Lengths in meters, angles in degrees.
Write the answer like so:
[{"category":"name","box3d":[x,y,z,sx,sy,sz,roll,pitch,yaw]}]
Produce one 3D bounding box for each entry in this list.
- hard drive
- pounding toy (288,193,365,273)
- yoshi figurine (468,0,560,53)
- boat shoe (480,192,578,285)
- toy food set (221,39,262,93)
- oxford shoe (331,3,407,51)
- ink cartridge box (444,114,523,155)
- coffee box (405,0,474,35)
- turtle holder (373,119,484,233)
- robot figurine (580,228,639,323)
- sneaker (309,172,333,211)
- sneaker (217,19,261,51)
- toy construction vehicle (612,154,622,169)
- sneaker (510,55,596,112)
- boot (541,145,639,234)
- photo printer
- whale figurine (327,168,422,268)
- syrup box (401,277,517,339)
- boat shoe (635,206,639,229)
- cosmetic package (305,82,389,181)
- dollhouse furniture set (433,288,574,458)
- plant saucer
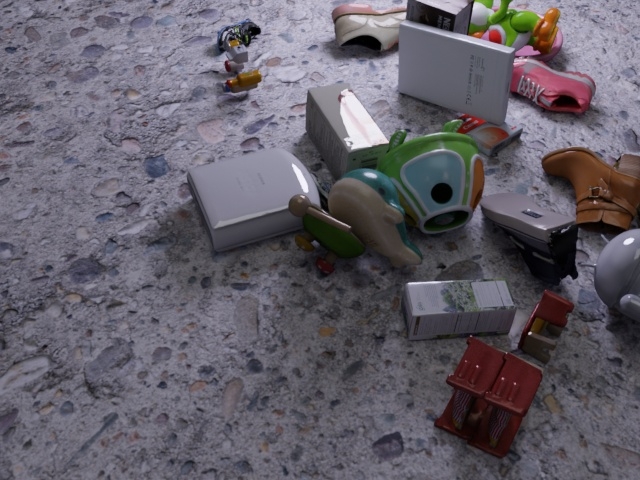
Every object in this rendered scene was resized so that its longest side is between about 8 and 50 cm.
[{"category":"hard drive","box3d":[0.389,-0.495,2.032,0.353,0.233,0.047,25,50,29]},{"category":"pounding toy","box3d":[0.000,0.000,1.636,0.183,0.237,0.110,36,85,21]},{"category":"yoshi figurine","box3d":[0.579,-0.726,2.206,0.362,0.203,0.203,19,34,18]},{"category":"boat shoe","box3d":[0.506,-0.006,1.704,0.127,0.158,0.340,-16,22,-10]},{"category":"toy food set","box3d":[-0.271,-0.531,2.156,0.105,0.111,0.232,-18,53,-17]},{"category":"oxford shoe","box3d":[0.234,-0.704,2.345,0.397,0.140,0.146,-2,78,-9]},{"category":"ink cartridge box","box3d":[0.483,-0.336,2.043,0.145,0.045,0.179,-31,58,-27]},{"category":"coffee box","box3d":[0.350,-0.608,2.117,0.168,0.297,0.119,30,54,23]},{"category":"turtle holder","box3d":[0.256,-0.142,1.732,0.321,0.243,0.227,-4,64,-15]},{"category":"robot figurine","box3d":[0.771,0.102,1.542,0.354,0.199,0.300,30,39,23]},{"category":"sneaker","box3d":[0.013,-0.131,1.848,0.058,0.052,0.135,-17,57,-29]},{"category":"sneaker","box3d":[-0.276,-0.693,2.336,0.078,0.067,0.188,29,50,30]},{"category":"toy construction vehicle","box3d":[0.859,-0.192,1.932,0.086,0.035,0.098,41,61,17]},{"category":"sneaker","box3d":[0.684,-0.471,2.124,0.314,0.116,0.136,15,50,12]},{"category":"boot","box3d":[0.704,-0.126,1.831,0.284,0.109,0.220,13,69,29]},{"category":"photo printer","box3d":[-0.164,-0.116,1.783,0.308,0.107,0.256,-16,50,-15]},{"category":"whale figurine","box3d":[0.145,-0.056,1.642,0.272,0.216,0.141,47,63,-11]},{"category":"syrup box","box3d":[0.307,0.154,1.554,0.237,0.096,0.093,-4,46,-4]},{"category":"boat shoe","box3d":[0.865,-0.065,1.771,0.105,0.089,0.285,13,48,11]},{"category":"cosmetic package","box3d":[0.070,-0.290,1.921,0.129,0.153,0.296,-15,51,-17]},{"category":"dollhouse furniture set","box3d":[0.388,0.231,1.415,0.152,0.201,0.374,25,52,20]},{"category":"plant saucer","box3d":[0.640,-0.673,2.328,0.332,0.084,0.332,1,48,-1]}]
